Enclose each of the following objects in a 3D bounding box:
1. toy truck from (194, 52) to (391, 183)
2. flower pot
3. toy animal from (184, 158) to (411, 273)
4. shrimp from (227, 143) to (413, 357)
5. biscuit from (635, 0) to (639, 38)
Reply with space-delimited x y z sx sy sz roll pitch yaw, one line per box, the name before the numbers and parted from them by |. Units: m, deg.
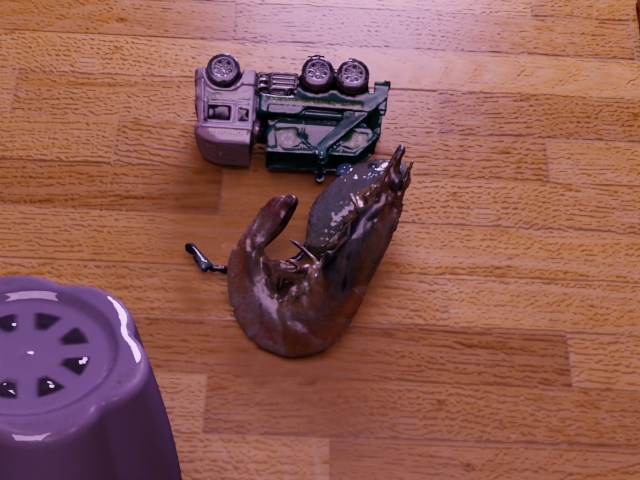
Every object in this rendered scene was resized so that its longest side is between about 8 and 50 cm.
toy truck | -0.034 -0.130 1.153 0.216 0.110 0.116 4 71 -2
flower pot | -0.228 0.172 0.845 0.265 0.243 0.265 8 37 -6
toy animal | -0.012 -0.012 1.114 0.253 0.070 0.079 -29 45 -7
shrimp | 0.000 0.000 1.056 0.143 0.052 0.251 34 90 6
biscuit | 0.566 -0.242 1.290 0.359 0.046 0.359 2 59 -3
